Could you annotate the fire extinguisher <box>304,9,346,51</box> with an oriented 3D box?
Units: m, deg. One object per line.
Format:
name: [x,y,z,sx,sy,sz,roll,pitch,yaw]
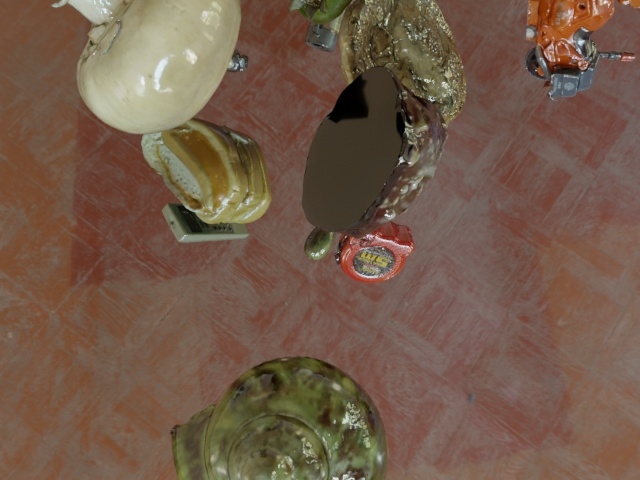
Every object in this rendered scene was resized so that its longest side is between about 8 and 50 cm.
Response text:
fire extinguisher: [0.051,-0.855,1.727,0.113,0.200,0.377,16,99,-8]

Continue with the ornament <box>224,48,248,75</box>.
ornament: [-0.244,-0.368,0.994,0.195,0.166,0.153,22,80,-13]

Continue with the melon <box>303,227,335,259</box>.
melon: [0.000,0.000,1.910,0.099,0.099,0.162,31,80,8]

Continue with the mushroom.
mushroom: [-0.215,-0.259,0.625,0.246,0.202,0.246,-21,53,32]

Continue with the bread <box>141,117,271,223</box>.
bread: [-0.262,-0.197,1.361,0.210,0.341,0.301,-42,71,15]

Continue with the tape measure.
tape measure: [0.173,0.027,1.721,0.253,0.261,0.114,17,40,-16]

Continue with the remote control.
remote control: [-0.325,-0.054,1.474,0.038,0.285,0.124,-41,70,26]

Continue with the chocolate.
chocolate: [0.124,-0.162,1.034,0.225,0.210,0.340,46,121,33]

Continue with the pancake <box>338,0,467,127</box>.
pancake: [0.197,-0.411,1.170,0.386,0.082,0.388,-1,92,-32]

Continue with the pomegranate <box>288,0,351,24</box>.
pomegranate: [-0.003,-0.505,1.008,0.131,0.152,0.191,41,44,-13]

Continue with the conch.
conch: [-0.040,0.174,0.393,0.187,0.182,0.124,-8,43,6]

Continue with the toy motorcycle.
toy motorcycle: [0.530,-0.440,1.014,0.221,0.326,0.148,18,62,30]
